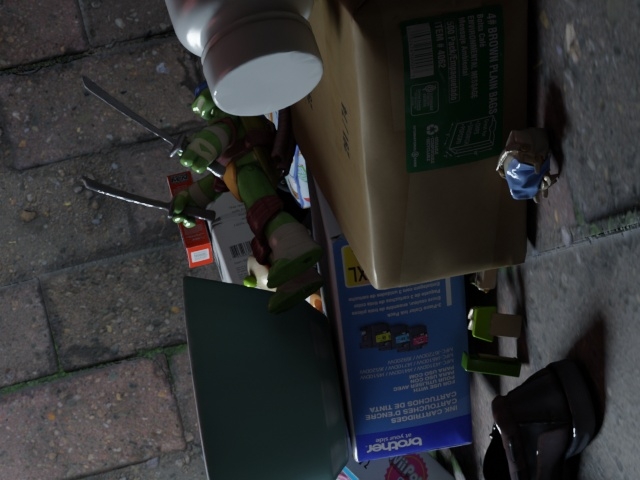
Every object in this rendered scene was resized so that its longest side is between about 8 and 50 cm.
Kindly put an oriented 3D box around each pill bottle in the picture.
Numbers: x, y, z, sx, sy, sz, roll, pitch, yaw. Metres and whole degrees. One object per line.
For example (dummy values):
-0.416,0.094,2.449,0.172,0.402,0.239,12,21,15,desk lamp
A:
-0.078,-0.234,1.398,0.131,0.131,0.229,96,158,-64,pill bottle

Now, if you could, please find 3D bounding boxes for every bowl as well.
-0.060,0.183,1.814,0.311,0.163,0.312,171,90,-88,bowl

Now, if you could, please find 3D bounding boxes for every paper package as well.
0.076,-0.165,1.507,0.309,0.168,0.325,-117,17,-50,paper package

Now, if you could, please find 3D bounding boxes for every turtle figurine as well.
-0.124,-0.042,1.702,0.266,0.274,0.198,57,135,20,turtle figurine

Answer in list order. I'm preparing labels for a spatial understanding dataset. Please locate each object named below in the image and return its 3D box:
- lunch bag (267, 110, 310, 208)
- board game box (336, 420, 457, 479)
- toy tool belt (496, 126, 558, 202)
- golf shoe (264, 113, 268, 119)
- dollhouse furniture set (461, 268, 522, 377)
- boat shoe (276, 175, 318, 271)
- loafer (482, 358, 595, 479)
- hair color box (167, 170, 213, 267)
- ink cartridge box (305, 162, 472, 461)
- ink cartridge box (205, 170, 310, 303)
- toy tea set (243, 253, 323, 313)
-0.013,-0.198,2.157,0.303,0.114,0.243,97,160,-67,lunch bag
0.025,0.280,2.066,0.224,0.097,0.303,47,159,-28,board game box
0.184,-0.058,1.379,0.083,0.052,0.051,88,174,-53,toy tool belt
-0.098,-0.203,2.596,0.306,0.115,0.140,-136,41,-75,golf shoe
0.187,0.064,1.622,0.076,0.058,0.152,-125,41,-84,dollhouse furniture set
0.000,-0.004,2.344,0.340,0.113,0.127,-113,15,-44,boat shoe
0.196,0.205,1.544,0.302,0.095,0.109,94,160,-61,loafer
-0.215,-0.035,2.557,0.072,0.043,0.141,90,165,-61,hair color box
0.077,0.064,1.800,0.270,0.151,0.396,-102,6,-52,ink cartridge box
-0.072,0.006,2.518,0.273,0.198,0.115,-112,11,-45,ink cartridge box
0.003,0.142,2.213,0.336,0.124,0.200,41,154,33,toy tea set
